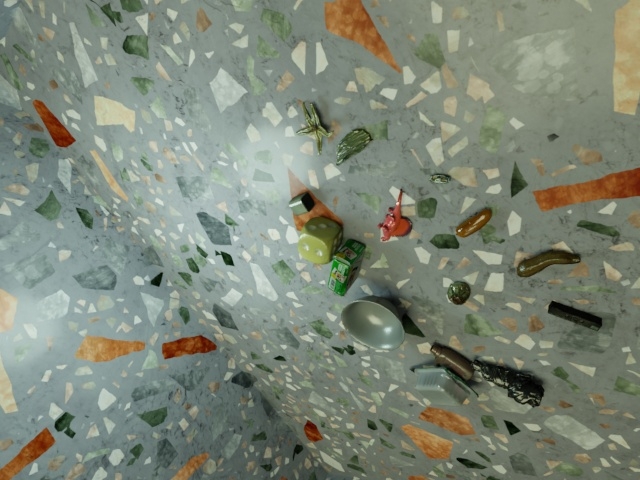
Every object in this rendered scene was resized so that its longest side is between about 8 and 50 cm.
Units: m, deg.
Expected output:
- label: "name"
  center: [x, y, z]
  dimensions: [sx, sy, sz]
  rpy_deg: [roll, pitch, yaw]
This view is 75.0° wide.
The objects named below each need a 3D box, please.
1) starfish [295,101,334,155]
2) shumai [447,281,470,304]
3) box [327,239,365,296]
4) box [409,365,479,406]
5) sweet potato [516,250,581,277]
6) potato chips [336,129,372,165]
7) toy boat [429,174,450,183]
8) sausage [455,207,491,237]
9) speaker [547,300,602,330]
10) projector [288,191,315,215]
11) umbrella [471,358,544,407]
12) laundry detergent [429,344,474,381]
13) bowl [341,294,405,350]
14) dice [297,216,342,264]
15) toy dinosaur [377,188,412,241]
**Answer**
- label: "starfish"
  center: [-0.028, -0.465, 1.739]
  dimensions: [0.216, 0.050, 0.224]
  rpy_deg: [5, 115, 37]
- label: "shumai"
  center: [0.622, 0.257, 1.891]
  dimensions: [0.098, 0.087, 0.124]
  rpy_deg: [17, 133, 18]
- label: "box"
  center: [0.124, 0.134, 2.039]
  dimensions: [0.103, 0.180, 0.250]
  rpy_deg: [27, 136, 17]
- label: "box"
  center: [0.646, 0.801, 2.245]
  dimensions: [0.264, 0.106, 0.336]
  rpy_deg: [41, 150, -5]
- label: "sweet potato"
  center: [0.871, 0.084, 1.618]
  dimensions: [0.233, 0.062, 0.081]
  rpy_deg: [-25, 125, 39]
- label: "potato chips"
  center: [0.120, -0.390, 1.725]
  dimensions: [0.207, 0.028, 0.092]
  rpy_deg: [-29, 105, 41]
- label: "toy boat"
  center: [0.463, -0.237, 1.626]
  dimensions: [0.083, 0.038, 0.038]
  rpy_deg: [9, 129, 25]
- label: "sausage"
  center: [0.611, -0.064, 1.663]
  dimensions: [0.062, 0.054, 0.183]
  rpy_deg: [21, 140, -28]
- label: "speaker"
  center: [1.036, 0.308, 1.703]
  dimensions: [0.191, 0.046, 0.040]
  rpy_deg: [21, 134, 17]
- label: "projector"
  center: [-0.088, -0.173, 1.987]
  dimensions: [0.082, 0.083, 0.083]
  rpy_deg: [-15, 116, 39]
- label: "umbrella"
  center: [0.911, 0.696, 2.051]
  dimensions: [0.336, 0.128, 0.155]
  rpy_deg: [15, 116, 29]
- label: "laundry detergent"
  center: [0.665, 0.647, 2.187]
  dimensions: [0.237, 0.076, 0.171]
  rpy_deg: [32, 139, 6]
- label: "bowl"
  center: [0.292, 0.393, 2.156]
  dimensions: [0.345, 0.157, 0.346]
  rpy_deg: [17, 132, 19]
- label: "dice"
  center: [0.000, 0.000, 2.014]
  dimensions: [0.169, 0.166, 0.169]
  rpy_deg: [22, 134, 15]
- label: "toy dinosaur"
  center: [0.346, -0.087, 1.812]
  dimensions: [0.138, 0.070, 0.286]
  rpy_deg: [24, 132, -1]
